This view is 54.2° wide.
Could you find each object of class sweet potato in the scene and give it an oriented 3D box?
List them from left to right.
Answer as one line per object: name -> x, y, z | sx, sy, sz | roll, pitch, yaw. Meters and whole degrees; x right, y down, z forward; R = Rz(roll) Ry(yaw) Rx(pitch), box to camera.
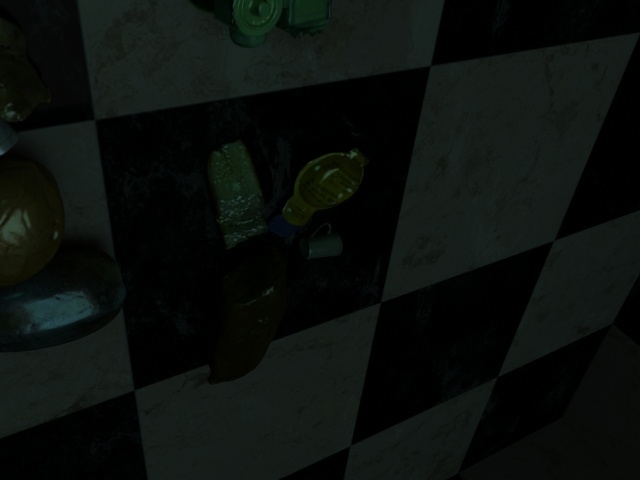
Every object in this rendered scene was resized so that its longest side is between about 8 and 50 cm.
sweet potato -> -0.161, 0.181, 1.337 | 0.157, 0.158, 0.370 | -8, 132, -32

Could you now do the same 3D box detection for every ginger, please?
ginger -> -0.426, -0.206, 0.786 | 0.214, 0.058, 0.133 | -53, 139, -57

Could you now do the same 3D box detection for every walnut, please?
walnut -> -0.457, -0.027, 0.911 | 0.159, 0.159, 0.207 | 11, 117, -43

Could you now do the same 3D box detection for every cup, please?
cup -> 0.002, 0.004, 1.371 | 0.083, 0.054, 0.075 | -9, 131, -29

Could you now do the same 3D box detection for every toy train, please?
toy train -> -0.081, -0.411, 0.871 | 0.188, 0.159, 0.272 | -26, 138, -31

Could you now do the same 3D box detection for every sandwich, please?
sandwich -> -0.156, -0.061, 1.166 | 0.090, 0.088, 0.245 | -19, 136, -18

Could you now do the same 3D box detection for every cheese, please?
cheese -> -0.010, -0.096, 1.268 | 0.250, 0.064, 0.156 | -41, 139, 15

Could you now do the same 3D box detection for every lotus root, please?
lotus root -> -0.486, 0.110, 1.028 | 0.322, 0.140, 0.158 | -15, 134, -24

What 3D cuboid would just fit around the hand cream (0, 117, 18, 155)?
hand cream -> -0.512, -0.232, 0.777 | 0.111, 0.070, 0.312 | -33, 131, -7
